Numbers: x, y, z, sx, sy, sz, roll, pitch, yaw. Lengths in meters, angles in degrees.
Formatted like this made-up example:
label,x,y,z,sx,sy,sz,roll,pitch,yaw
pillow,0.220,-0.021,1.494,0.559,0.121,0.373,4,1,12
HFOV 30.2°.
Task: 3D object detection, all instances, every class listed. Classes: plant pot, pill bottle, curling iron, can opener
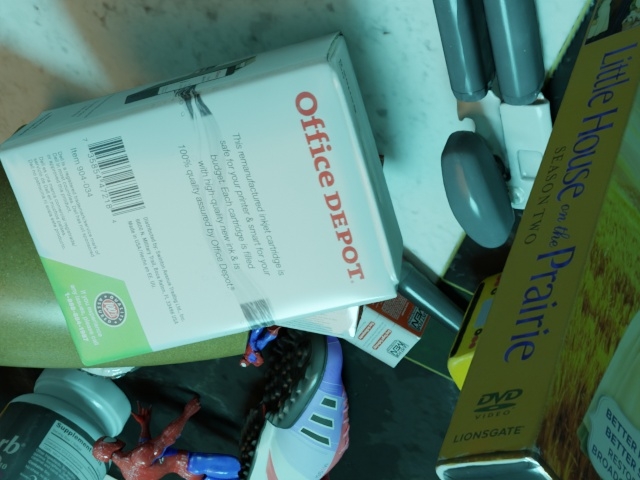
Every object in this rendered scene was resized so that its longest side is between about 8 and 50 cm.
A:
label,x,y,z,sx,sy,sz,roll,pitch,yaw
plant pot,-0.185,0.027,1.154,0.254,0.237,0.237,11,142,-1
pill bottle,-0.367,0.299,1.521,0.162,0.278,0.162,17,142,14
curling iron,0.059,0.025,1.126,0.274,0.035,0.068,33,156,-9
can opener,0.122,-0.113,0.868,0.076,0.095,0.283,7,138,26

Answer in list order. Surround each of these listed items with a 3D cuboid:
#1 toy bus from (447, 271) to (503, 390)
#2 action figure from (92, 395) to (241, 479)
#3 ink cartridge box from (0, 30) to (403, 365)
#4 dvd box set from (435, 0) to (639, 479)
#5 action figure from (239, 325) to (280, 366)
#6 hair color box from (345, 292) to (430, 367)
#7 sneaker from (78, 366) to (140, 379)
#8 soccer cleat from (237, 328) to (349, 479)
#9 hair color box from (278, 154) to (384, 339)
label,x,y,z,sx,sy,sz,roll,pitch,yaw
toy bus,0.257,0.171,1.109,0.130,0.108,0.333,-22,120,44
action figure,-0.144,0.256,1.500,0.280,0.139,0.091,10,142,-12
ink cartridge box,-0.086,-0.033,0.957,0.273,0.115,0.198,-13,109,12
dvd box set,0.232,0.058,0.727,0.062,0.420,0.307,-17,124,40
action figure,-0.071,0.111,1.310,0.038,0.030,0.115,59,151,21
hair color box,0.033,0.062,1.177,0.141,0.043,0.072,32,143,-2
sneaker,-0.314,0.074,1.392,0.271,0.100,0.108,11,116,27
soccer cleat,-0.011,0.194,1.334,0.116,0.108,0.318,8,141,-12
hair color box,0.000,0.000,1.062,0.093,0.053,0.167,11,122,6
